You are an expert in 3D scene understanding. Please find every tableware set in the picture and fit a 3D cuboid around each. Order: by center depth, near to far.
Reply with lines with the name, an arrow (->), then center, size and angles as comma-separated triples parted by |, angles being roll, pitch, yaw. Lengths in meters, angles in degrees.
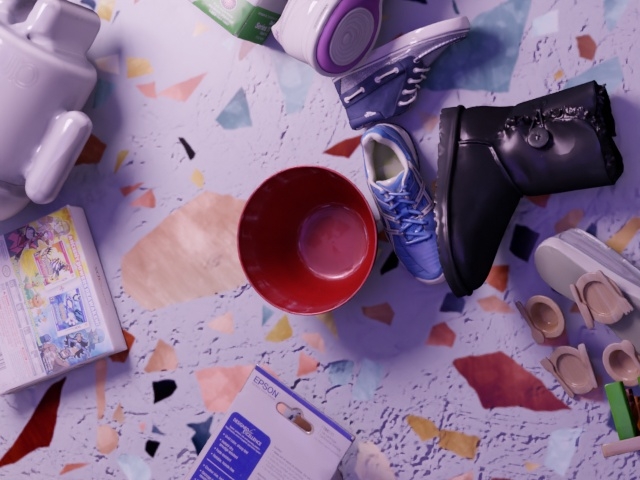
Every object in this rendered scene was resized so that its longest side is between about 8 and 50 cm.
tableware set -> 0.302, 0.111, 1.843 | 0.169, 0.020, 0.141 | -22, 99, 49

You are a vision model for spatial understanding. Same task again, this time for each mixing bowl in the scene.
mixing bowl -> 0.000, 0.000, 1.971 | 0.181, 0.098, 0.181 | 0, 89, 22

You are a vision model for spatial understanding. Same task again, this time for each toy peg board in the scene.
toy peg board -> 0.397, 0.182, 1.780 | 0.161, 0.161, 0.079 | -16, 80, 20

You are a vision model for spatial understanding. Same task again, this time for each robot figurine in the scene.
robot figurine -> -0.425, -0.169, 2.085 | 0.300, 0.200, 0.353 | 35, 101, 29

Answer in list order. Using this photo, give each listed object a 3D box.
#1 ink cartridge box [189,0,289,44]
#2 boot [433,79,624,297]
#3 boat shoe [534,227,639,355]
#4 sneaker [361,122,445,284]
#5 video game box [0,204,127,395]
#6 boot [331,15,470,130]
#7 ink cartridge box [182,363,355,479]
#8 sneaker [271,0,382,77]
ink cartridge box -> -0.085, -0.375, 2.019 | 0.153, 0.087, 0.208 | 40, 103, 18
boot -> 0.241, -0.063, 1.860 | 0.207, 0.094, 0.246 | -7, 65, 23
boat shoe -> 0.353, 0.057, 1.840 | 0.227, 0.081, 0.079 | 37, 141, 23
sneaker -> 0.097, -0.043, 1.944 | 0.080, 0.081, 0.211 | -27, 81, 17
video game box -> -0.372, 0.080, 2.140 | 0.187, 0.048, 0.205 | -21, 81, 21
boot -> 0.107, -0.202, 1.958 | 0.190, 0.069, 0.086 | -21, 88, 27
ink cartridge box -> -0.092, 0.331, 2.017 | 0.165, 0.065, 0.332 | 37, 103, 18
sneaker -> 0.043, -0.349, 1.954 | 0.152, 0.114, 0.305 | 29, 84, 49
